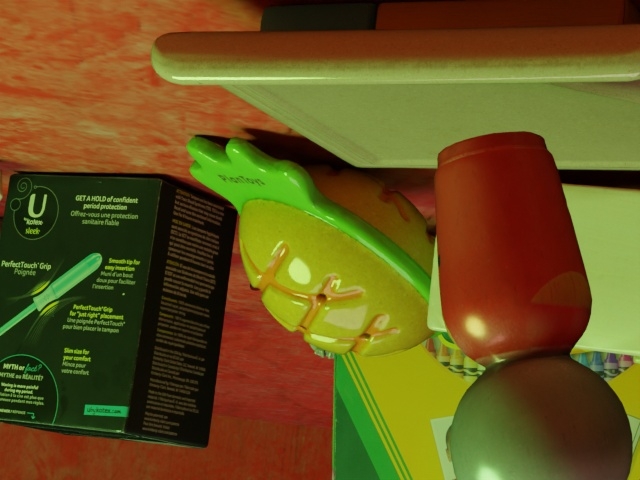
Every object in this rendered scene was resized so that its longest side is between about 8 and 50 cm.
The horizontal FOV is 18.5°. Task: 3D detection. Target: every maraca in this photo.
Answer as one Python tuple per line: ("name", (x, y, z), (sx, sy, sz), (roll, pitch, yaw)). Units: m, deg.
("maraca", (0.000, 0.000, 1.118), (0.186, 0.099, 0.127), (42, 156, -29))

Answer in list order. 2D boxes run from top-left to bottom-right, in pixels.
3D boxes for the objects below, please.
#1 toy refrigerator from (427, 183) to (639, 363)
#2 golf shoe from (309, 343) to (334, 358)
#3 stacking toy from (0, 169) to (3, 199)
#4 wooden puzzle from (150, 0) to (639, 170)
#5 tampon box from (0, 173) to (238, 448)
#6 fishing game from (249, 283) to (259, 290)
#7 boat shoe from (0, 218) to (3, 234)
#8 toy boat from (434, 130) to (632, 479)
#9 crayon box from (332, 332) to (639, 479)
("toy refrigerator", (0.200, 0.025, 1.022), (0.269, 0.094, 0.102), (5, 179, 29))
("golf shoe", (0.079, 0.063, 1.583), (0.176, 0.069, 0.086), (8, -169, 9))
("stacking toy", (-0.369, -0.034, 1.294), (0.309, 0.130, 0.279), (9, 145, -29))
("wooden puzzle", (0.077, -0.065, 0.839), (0.221, 0.044, 0.239), (2, 174, 25))
("tampon box", (-0.137, 0.046, 1.271), (0.120, 0.161, 0.101), (3, 170, 28))
("fishing game", (0.098, 0.019, 1.325), (0.264, 0.041, 0.189), (3, 174, -29))
("boat shoe", (-0.197, 0.034, 1.487), (0.228, 0.081, 0.068), (6, 167, -9))
("toy boat", (0.199, 0.015, 0.726), (0.318, 0.148, 0.267), (-10, 167, 4))
("crayon box", (0.150, 0.122, 1.314), (0.278, 0.165, 0.081), (0, 177, 16))
